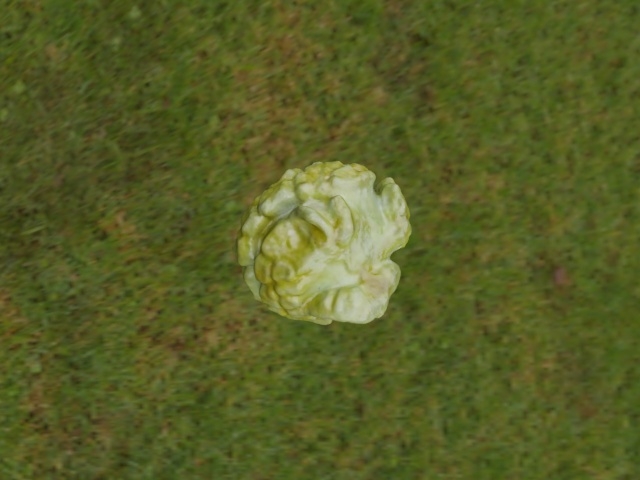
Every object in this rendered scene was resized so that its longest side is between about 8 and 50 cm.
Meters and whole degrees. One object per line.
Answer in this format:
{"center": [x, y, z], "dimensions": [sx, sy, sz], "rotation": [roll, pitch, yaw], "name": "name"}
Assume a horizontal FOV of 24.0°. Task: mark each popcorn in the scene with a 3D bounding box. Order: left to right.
{"center": [0.000, 0.000, 1.199], "dimensions": [0.135, 0.162, 0.141], "rotation": [11, 122, -11], "name": "popcorn"}
